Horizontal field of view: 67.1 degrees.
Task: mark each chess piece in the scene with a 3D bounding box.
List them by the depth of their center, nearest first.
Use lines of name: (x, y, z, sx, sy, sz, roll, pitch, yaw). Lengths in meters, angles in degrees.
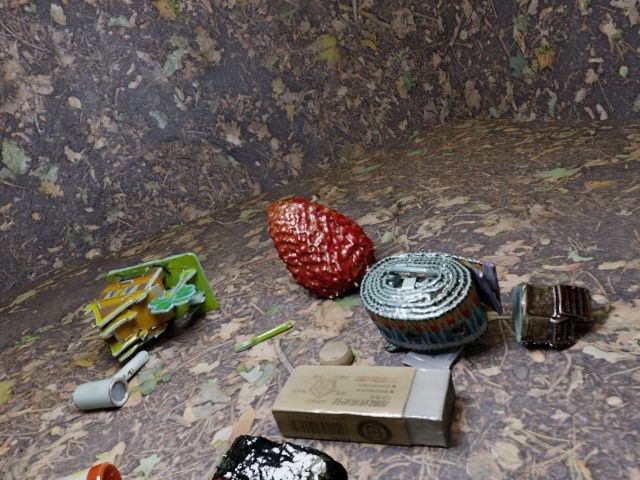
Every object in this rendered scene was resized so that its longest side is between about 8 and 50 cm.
chess piece: (0.036, 0.277, 1.155, 0.083, 0.038, 0.084, -13, 21, 5)

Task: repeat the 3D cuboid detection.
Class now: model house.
model house: (0.495, 0.158, 1.030, 0.152, 0.106, 0.166, 2, 61, 17)
model house: (-0.524, 0.234, 1.496, 0.357, 0.243, 0.313, -12, 28, 9)

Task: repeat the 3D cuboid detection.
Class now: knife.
knife: (-0.164, 0.272, 1.355, 0.184, 0.022, 0.026, -24, -4, -14)

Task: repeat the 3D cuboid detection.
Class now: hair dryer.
hair dryer: (-0.563, 0.376, 1.351, 0.131, 0.073, 0.236, -12, 18, 18)

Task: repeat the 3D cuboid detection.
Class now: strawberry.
strawberry: (0.002, -0.001, 1.477, 0.292, 0.343, 0.292, -32, 21, 14)

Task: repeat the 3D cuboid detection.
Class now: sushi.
sushi: (-0.066, 0.400, 0.779, 0.225, 0.136, 0.126, 3, 36, 34)

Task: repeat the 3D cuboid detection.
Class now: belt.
belt: (0.230, 0.126, 1.079, 0.295, 0.161, 0.207, 6, 46, 44)

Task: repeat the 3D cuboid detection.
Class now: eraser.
eraser: (0.083, 0.318, 0.951, 0.343, 0.078, 0.144, -6, 23, 26)

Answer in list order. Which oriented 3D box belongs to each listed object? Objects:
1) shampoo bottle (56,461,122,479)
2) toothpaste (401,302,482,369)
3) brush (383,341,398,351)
shampoo bottle: (-0.519, 0.513, 0.896, 0.278, 0.104, 0.104, -19, 20, -6)
toothpaste: (0.304, 0.200, 1.116, 0.282, 0.068, 0.099, -39, 1, -33)
brush: (0.275, 0.185, 1.188, 0.296, 0.060, 0.068, -39, 9, -18)
